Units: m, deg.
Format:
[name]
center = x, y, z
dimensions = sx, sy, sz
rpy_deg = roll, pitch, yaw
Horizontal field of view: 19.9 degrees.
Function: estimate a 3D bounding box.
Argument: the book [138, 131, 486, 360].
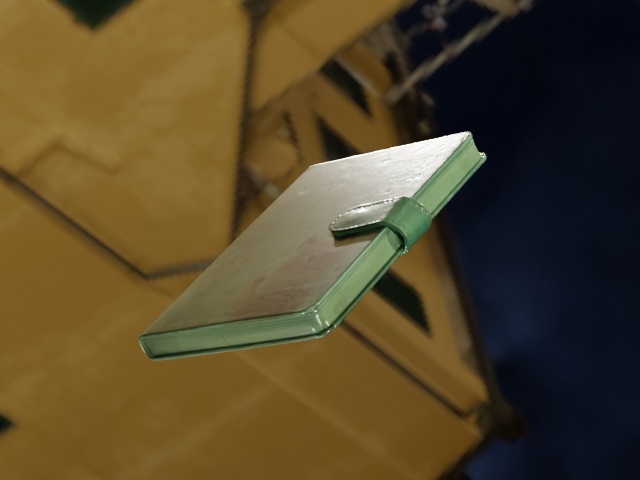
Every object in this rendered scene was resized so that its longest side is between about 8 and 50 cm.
[book]
center = 0.000, 0.000, 0.743
dimensions = 0.103, 0.017, 0.135
rpy_deg = -10, -154, 42
